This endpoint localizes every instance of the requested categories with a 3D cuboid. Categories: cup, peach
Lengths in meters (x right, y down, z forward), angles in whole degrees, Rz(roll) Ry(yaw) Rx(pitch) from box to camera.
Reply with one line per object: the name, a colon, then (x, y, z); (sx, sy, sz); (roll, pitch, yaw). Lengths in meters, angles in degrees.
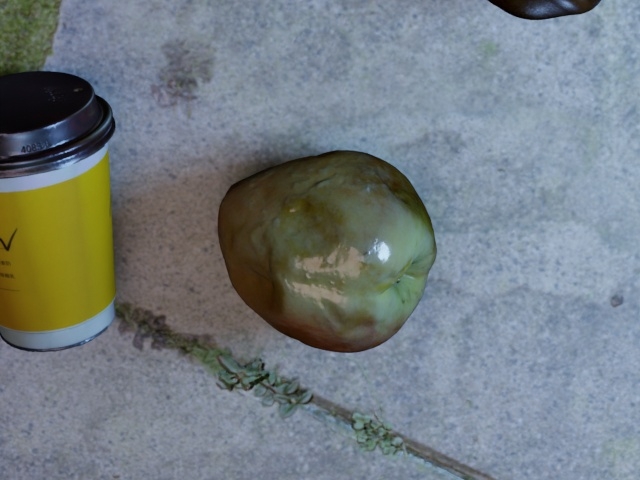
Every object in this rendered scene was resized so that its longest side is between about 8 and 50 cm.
cup: (-0.301, -0.032, 1.814); (0.196, 0.196, 0.279); (-4, 117, 6)
peach: (0.000, 0.000, 1.800); (0.236, 0.214, 0.214); (26, 111, 13)

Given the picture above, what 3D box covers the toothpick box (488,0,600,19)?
toothpick box: (0.242, -0.356, 1.648); (0.192, 0.192, 0.294); (33, 104, -8)
